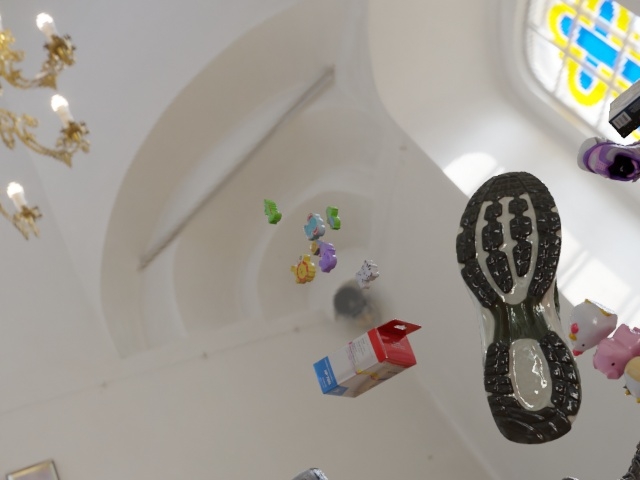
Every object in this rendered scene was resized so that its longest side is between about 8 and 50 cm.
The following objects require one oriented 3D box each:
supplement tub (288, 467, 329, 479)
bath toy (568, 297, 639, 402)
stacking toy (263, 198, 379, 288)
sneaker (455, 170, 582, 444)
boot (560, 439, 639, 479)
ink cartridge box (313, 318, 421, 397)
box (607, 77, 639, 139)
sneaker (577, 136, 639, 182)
[{"bbox_3d":[0.008,0.428,1.259,0.117,0.190,0.117,-33,-26,-18],"label":"supplement tub"},{"bbox_3d":[0.631,0.246,1.840,0.151,0.348,0.129,18,-75,-34],"label":"bath toy"},{"bbox_3d":[0.000,0.000,1.708,0.167,0.221,0.052,7,-48,-35],"label":"stacking toy"},{"bbox_3d":[0.295,0.101,1.338,0.158,0.411,0.182,-6,-18,14],"label":"sneaker"},{"bbox_3d":[0.507,0.360,1.425,0.263,0.091,0.229,27,-112,-9],"label":"boot"},{"bbox_3d":[0.117,0.265,1.994,0.231,0.078,0.134,-34,-30,26],"label":"ink cartridge box"},{"bbox_3d":[0.597,-0.279,1.523,0.233,0.044,0.159,-42,2,27],"label":"box"},{"bbox_3d":[0.682,-0.168,1.940,0.236,0.104,0.095,-1,-66,-15],"label":"sneaker"}]
